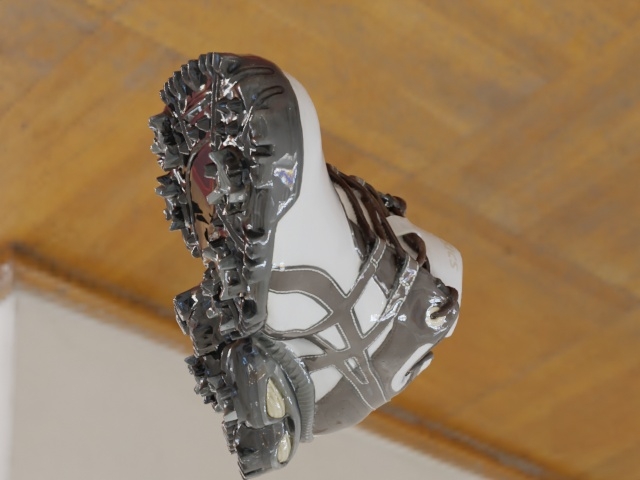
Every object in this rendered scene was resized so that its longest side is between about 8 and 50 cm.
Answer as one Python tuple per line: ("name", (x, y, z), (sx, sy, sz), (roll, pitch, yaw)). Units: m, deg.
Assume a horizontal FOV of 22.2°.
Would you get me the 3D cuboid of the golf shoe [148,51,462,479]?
("golf shoe", (0.000, 0.000, 0.523), (0.094, 0.077, 0.198), (-19, 152, -11))
